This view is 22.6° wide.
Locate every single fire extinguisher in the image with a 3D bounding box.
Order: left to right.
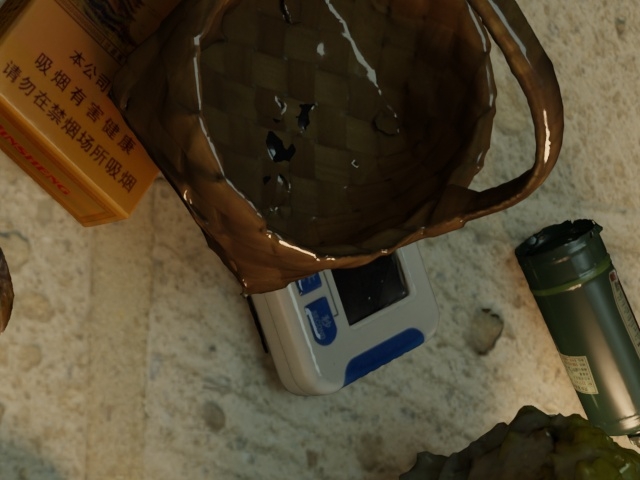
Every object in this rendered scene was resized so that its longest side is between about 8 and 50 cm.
[{"bbox_3d":[0.301,0.123,1.674,0.093,0.118,0.294,-26,103,-3],"label":"fire extinguisher"}]

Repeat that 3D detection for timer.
[{"bbox_3d":[0.000,0.000,1.454,0.178,0.078,0.254,-24,99,-40],"label":"timer"}]

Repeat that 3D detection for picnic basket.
[{"bbox_3d":[0.046,-0.132,1.258,0.337,0.337,0.293,-45,110,-34],"label":"picnic basket"}]

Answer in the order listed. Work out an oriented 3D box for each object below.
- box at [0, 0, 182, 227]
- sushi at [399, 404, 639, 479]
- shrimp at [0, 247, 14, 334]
[{"bbox_3d":[-0.170,-0.171,1.340,0.174,0.076,0.274,46,58,-27],"label":"box"},{"bbox_3d":[0.162,0.345,1.358,0.240,0.351,0.397,43,55,-24],"label":"sushi"},{"bbox_3d":[-0.362,-0.021,1.137,0.343,0.116,0.145,34,49,-31],"label":"shrimp"}]
